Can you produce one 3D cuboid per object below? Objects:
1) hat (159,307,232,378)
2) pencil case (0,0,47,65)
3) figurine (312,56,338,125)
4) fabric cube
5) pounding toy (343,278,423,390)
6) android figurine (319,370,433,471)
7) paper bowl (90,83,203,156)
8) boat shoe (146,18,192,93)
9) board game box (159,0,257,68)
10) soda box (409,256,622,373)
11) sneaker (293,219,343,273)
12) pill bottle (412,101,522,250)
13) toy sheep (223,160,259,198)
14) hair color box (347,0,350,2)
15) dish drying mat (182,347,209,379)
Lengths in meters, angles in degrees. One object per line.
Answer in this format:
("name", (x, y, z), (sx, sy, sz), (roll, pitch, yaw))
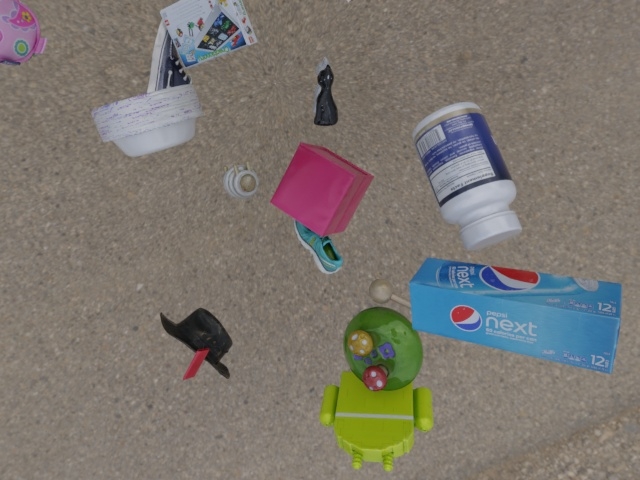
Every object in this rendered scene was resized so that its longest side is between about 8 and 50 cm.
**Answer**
("hat", (-0.403, 0.329, 1.612), (0.331, 0.331, 0.134), (46, 78, -17))
("pencil case", (-0.625, -0.373, 0.830), (0.284, 0.124, 0.124), (11, 112, 30))
("figurine", (0.017, -0.566, 1.718), (0.092, 0.215, 0.209), (-1, 124, -4))
("fabric cube", (0.011, -0.198, 1.765), (0.254, 0.259, 0.258), (33, 107, 16))
("pounding toy", (0.121, 0.217, 0.946), (0.183, 0.110, 0.236), (33, 112, 22))
("android figurine", (0.121, 0.371, 1.007), (0.248, 0.273, 0.056), (-3, 124, 10))
("paper bowl", (-0.467, -0.328, 1.277), (0.284, 0.284, 0.148), (-17, 110, 0))
("boat shoe", (-0.514, -0.595, 1.623), (0.158, 0.127, 0.340), (11, 108, -18))
("board game box", (-0.361, -0.683, 1.462), (0.305, 0.053, 0.193), (-2, 122, 35))
("soda box", (0.212, 0.077, 0.517), (0.210, 0.067, 0.071), (7, 121, 31))
("sneaker", (0.000, 0.000, 1.811), (0.107, 0.110, 0.275), (-31, 80, -33))
("pill bottle", (0.186, -0.077, 0.576), (0.094, 0.094, 0.169), (-17, 75, 0))
("toy sheep", (-0.194, -0.143, 1.107), (0.091, 0.132, 0.091), (-4, 98, -30))
("hair color box", (0.065, -0.702, 1.181), (0.072, 0.043, 0.141), (-26, 109, 35))
("dish drying mat", (-0.265, 0.262, 0.975), (0.008, 0.032, 0.083), (42, 113, 27))
